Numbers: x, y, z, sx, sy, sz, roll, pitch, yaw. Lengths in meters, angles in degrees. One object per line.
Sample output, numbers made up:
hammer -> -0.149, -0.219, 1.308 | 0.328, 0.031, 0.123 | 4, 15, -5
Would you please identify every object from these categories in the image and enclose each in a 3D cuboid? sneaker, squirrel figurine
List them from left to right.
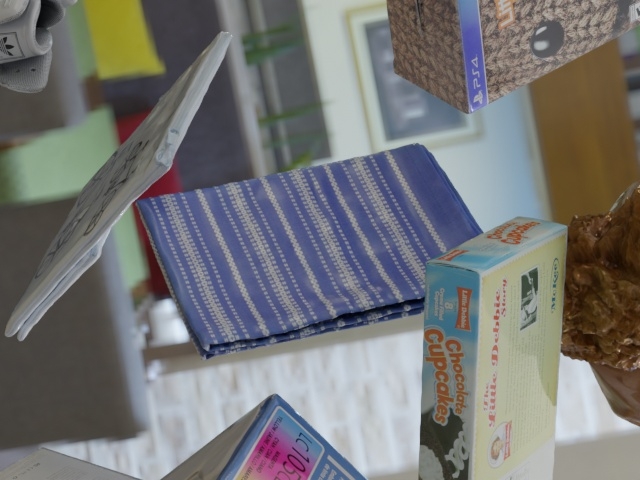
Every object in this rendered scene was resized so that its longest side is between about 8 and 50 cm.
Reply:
sneaker -> -0.445, -0.219, 1.993 | 0.366, 0.210, 0.137 | -53, 147, -39
squirrel figurine -> 0.428, 0.061, 1.703 | 0.397, 0.370, 0.281 | 15, 83, -45

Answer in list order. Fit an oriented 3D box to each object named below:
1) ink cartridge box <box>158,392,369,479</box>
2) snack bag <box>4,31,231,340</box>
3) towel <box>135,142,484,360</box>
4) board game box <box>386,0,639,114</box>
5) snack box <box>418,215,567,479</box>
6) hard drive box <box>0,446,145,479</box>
ink cartridge box -> -0.001, 0.361, 1.529 | 0.395, 0.270, 0.151 | 43, 38, -9
snack bag -> -0.226, -0.071, 2.030 | 0.037, 0.342, 0.323 | 37, 33, -12
towel -> 0.000, 0.000, 1.807 | 0.243, 0.336, 0.040 | -118, -158, -43
board game box -> 0.223, -0.318, 1.940 | 0.141, 0.291, 0.232 | 36, -34, 45
snack box -> 0.158, 0.154, 1.604 | 0.187, 0.060, 0.322 | -23, 119, -56
hard drive box -> -0.298, 0.331, 1.949 | 0.181, 0.232, 0.089 | -29, 118, -41
